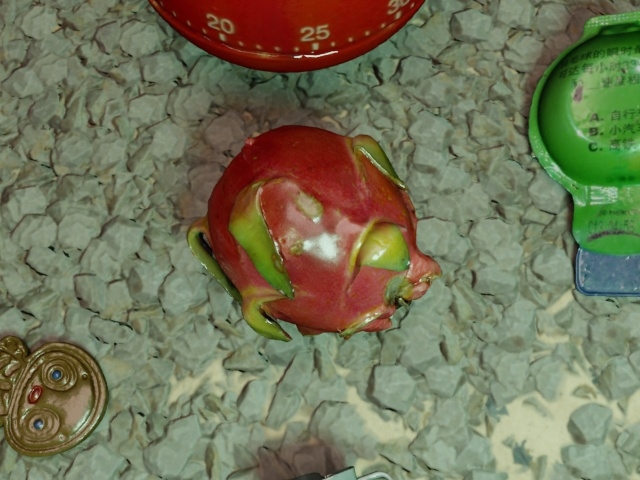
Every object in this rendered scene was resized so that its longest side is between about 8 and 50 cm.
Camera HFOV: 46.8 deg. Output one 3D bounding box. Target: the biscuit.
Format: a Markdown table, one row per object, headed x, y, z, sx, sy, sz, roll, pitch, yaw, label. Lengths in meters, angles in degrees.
| x | y | z | sx | sy | sz | roll | pitch | yaw | label |
| --- | --- | --- | --- | --- | --- | --- | --- | --- | --- |
| -0.316 | 0.165 | 0.797 | 0.175 | 0.026 | 0.124 | 12 | 73 | 5 | biscuit |

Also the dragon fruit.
| x | y | z | sx | sy | sz | roll | pitch | yaw | label |
| --- | --- | --- | --- | --- | --- | --- | --- | --- | --- |
| -0.005 | -0.003 | 0.752 | 0.224 | 0.224 | 0.227 | -33 | 77 | -8 | dragon fruit |

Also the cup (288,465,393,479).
| x | y | z | sx | sy | sz | roll | pitch | yaw | label |
| --- | --- | --- | --- | --- | --- | --- | --- | --- | --- |
| 0.021 | 0.284 | 0.715 | 0.128 | 0.095 | 0.129 | -18 | 76 | -6 | cup |

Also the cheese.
| x | y | z | sx | sy | sz | roll | pitch | yaw | label |
| --- | --- | --- | --- | --- | --- | --- | --- | --- | --- |
| 0.331 | -0.098 | 0.818 | 0.204 | 0.083 | 0.320 | -1 | 85 | 27 | cheese |

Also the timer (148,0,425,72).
| x | y | z | sx | sy | sz | roll | pitch | yaw | label |
| --- | --- | --- | --- | --- | --- | --- | --- | --- | --- |
| -0.036 | -0.374 | 0.825 | 0.378 | 0.279 | 0.377 | 0 | 71 | 0 | timer |
